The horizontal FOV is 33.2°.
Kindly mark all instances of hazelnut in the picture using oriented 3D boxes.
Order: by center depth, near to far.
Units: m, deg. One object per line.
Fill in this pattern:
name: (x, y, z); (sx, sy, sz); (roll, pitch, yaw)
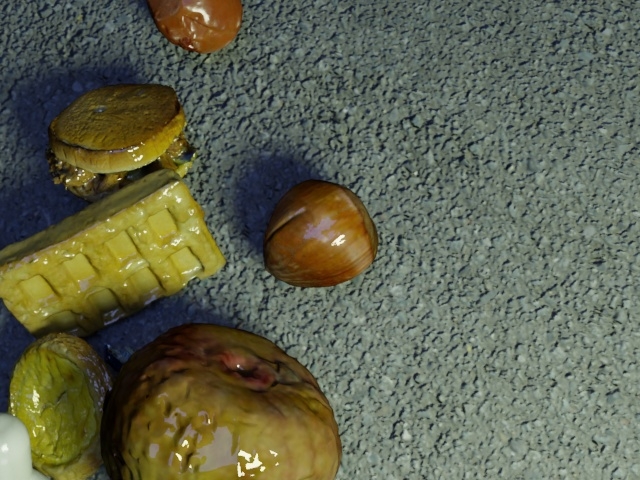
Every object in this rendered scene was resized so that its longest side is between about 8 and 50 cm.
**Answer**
hazelnut: (0.000, 0.000, 1.364); (0.150, 0.150, 0.150); (-1, 77, 4)

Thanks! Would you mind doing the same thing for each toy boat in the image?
toy boat: (-0.248, 0.158, 1.401); (0.083, 0.038, 0.038); (28, 80, 10)

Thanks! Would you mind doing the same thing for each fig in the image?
fig: (-0.146, 0.297, 1.276); (0.286, 0.286, 0.368); (23, 103, 9)

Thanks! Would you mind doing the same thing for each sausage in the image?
sausage: (-0.191, -0.374, 1.478); (0.133, 0.133, 0.258); (-25, 76, -2)

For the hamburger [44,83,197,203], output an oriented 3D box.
hamburger: (-0.266, -0.119, 1.400); (0.182, 0.118, 0.191); (24, 44, 38)

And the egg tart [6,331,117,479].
egg tart: (-0.312, 0.207, 1.349); (0.191, 0.074, 0.191); (4, 97, 33)

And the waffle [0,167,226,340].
waffle: (-0.268, 0.025, 1.369); (0.274, 0.168, 0.057); (-27, 46, -2)

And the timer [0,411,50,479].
timer: (-0.407, 0.347, 1.265); (0.234, 0.240, 0.233); (6, 35, -4)
